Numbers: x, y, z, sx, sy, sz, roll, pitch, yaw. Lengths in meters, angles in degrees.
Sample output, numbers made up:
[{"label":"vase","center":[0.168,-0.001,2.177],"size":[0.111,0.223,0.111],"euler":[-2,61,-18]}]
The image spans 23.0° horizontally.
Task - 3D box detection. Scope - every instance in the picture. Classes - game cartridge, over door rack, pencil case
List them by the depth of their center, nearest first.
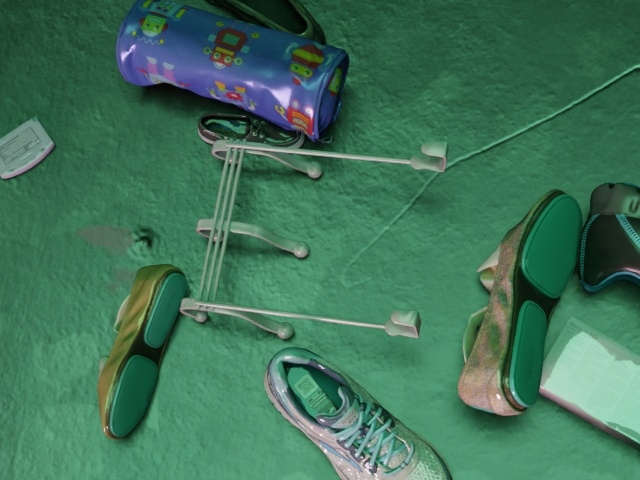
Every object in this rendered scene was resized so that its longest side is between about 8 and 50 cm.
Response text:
[{"label":"over door rack","center":[0.000,0.000,1.961],"size":[0.324,0.108,0.239],"euler":[3,73,23]},{"label":"pencil case","center":[-0.108,-0.222,2.023],"size":[0.306,0.133,0.119],"euler":[18,71,15]},{"label":"game cartridge","center":[-0.397,-0.121,2.084],"size":[0.083,0.017,0.056],"euler":[-34,71,-6]}]

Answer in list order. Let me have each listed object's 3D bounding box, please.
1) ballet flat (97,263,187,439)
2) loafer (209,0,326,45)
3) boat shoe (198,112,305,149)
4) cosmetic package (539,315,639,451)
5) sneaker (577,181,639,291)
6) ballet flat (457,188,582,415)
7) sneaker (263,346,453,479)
[{"label":"ballet flat","center":[-0.236,0.138,1.981],"size":[0.073,0.080,0.232],"euler":[10,70,36]},{"label":"loafer","center":[-0.094,-0.341,2.088],"size":[0.267,0.084,0.096],"euler":[43,81,14]},{"label":"boat shoe","center":[-0.092,-0.142,2.055],"size":[0.142,0.040,0.049],"euler":[5,74,6]},{"label":"cosmetic package","center":[0.384,0.196,1.915],"size":[0.239,0.060,0.099],"euler":[31,82,12]},{"label":"sneaker","center":[0.484,0.040,1.930],"size":[0.341,0.125,0.139],"euler":[16,80,17]},{"label":"ballet flat","center":[0.234,0.071,1.933],"size":[0.106,0.107,0.316],"euler":[-10,46,42]},{"label":"sneaker","center":[0.039,0.233,1.897],"size":[0.283,0.122,0.110],"euler":[37,80,12]}]
